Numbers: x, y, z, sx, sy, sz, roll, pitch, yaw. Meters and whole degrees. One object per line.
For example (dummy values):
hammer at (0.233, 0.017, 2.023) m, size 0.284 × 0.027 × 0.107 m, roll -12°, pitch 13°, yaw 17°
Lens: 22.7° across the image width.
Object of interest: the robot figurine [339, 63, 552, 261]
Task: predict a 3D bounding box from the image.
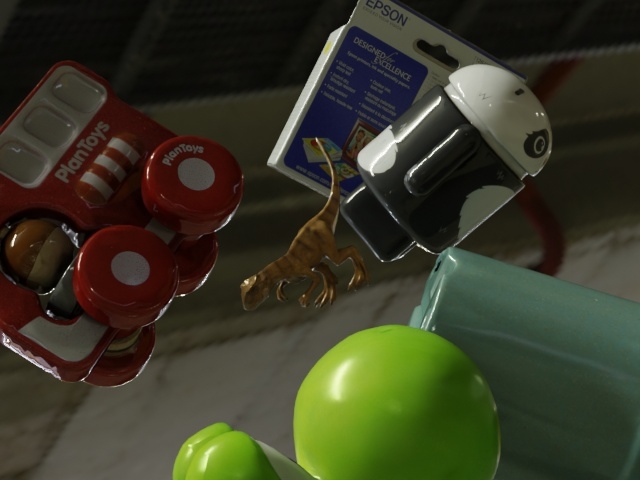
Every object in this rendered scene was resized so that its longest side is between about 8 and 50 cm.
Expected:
robot figurine at (0.160, -0.092, 1.994) m, size 0.278 × 0.209 × 0.173 m, roll -41°, pitch -58°, yaw 10°

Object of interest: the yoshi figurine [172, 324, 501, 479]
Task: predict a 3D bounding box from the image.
yoshi figurine at (0.098, 0.179, 0.856) m, size 0.203 × 0.362 × 0.203 m, roll -37°, pitch 21°, yaw 42°

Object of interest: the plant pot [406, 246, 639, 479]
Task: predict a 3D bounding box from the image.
plant pot at (0.248, 0.181, 1.778) m, size 0.341 × 0.334 × 0.341 m, roll -158°, pitch 90°, yaw -89°

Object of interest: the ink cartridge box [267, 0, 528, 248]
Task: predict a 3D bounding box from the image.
ink cartridge box at (0.117, -0.182, 2.417) m, size 0.307 × 0.303 × 0.072 m, roll -63°, pitch 19°, yaw -3°

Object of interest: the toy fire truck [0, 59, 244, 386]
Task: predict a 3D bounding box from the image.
toy fire truck at (-0.237, -0.016, 1.577) m, size 0.302 × 0.254 × 0.169 m, roll -56°, pitch -4°, yaw -33°

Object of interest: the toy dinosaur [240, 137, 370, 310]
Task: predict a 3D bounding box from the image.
toy dinosaur at (0.000, 0.000, 1.569) m, size 0.064 × 0.112 × 0.211 m, roll -13°, pitch 33°, yaw 43°
